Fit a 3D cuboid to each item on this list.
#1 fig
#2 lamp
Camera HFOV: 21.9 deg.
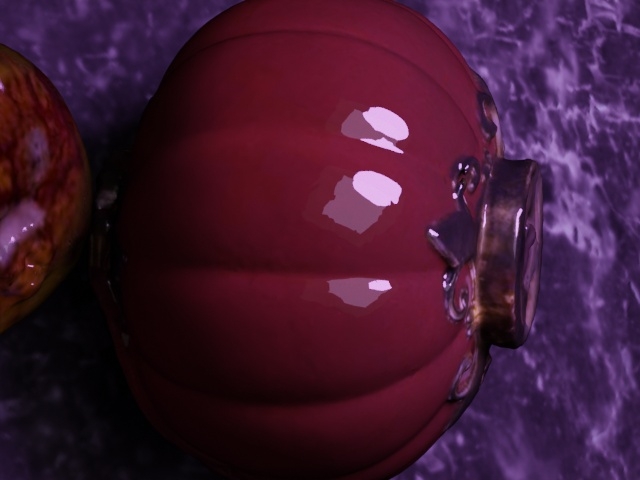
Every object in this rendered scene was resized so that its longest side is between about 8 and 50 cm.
[{"bbox_3d":[-0.223,-0.034,0.908,0.181,0.181,0.191,-29,64,-37],"label":"fig"},{"bbox_3d":[0.000,0.000,0.985,0.303,0.257,0.303,2,90,-75],"label":"lamp"}]
